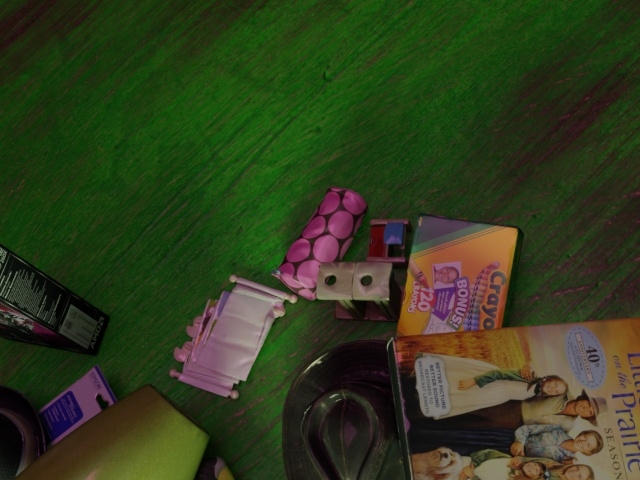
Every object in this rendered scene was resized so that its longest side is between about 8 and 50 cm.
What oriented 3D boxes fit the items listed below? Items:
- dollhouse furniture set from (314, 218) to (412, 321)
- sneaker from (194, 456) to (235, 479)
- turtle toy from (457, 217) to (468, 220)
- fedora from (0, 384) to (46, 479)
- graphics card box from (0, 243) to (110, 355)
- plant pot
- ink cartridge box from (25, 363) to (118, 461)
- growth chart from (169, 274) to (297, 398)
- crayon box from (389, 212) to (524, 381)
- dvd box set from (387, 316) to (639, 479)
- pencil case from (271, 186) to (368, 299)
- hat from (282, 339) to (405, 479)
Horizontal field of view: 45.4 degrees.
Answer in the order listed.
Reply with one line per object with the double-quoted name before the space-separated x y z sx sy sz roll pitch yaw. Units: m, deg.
"dollhouse furniture set" 0.079 0.035 1.336 0.129 0.129 0.184 0 67 18
"sneaker" -0.121 0.519 1.192 0.147 0.145 0.385 3 45 -26
"turtle toy" 0.223 0.008 1.338 0.130 0.066 0.095 -22 61 7
"fedora" -0.650 0.393 1.319 0.334 0.152 0.334 -6 66 13
"graphics card box" -0.580 0.099 1.384 0.232 0.371 0.094 6 68 19
"plant pot" -0.323 0.389 1.232 0.275 0.275 0.293 33 74 28
"ink cartridge box" -0.489 0.394 1.392 0.332 0.065 0.165 -38 61 0
"growth chart" -0.168 0.174 1.415 0.172 0.021 0.237 22 75 26
"crayon box" 0.222 0.106 1.241 0.165 0.081 0.278 9 87 22
"dvd box set" 0.323 0.274 1.094 0.420 0.062 0.308 -3 68 -5
"pencil case" 0.000 0.000 1.405 0.098 0.095 0.209 19 70 46
"hat" 0.060 0.318 1.166 0.331 0.134 0.331 -2 82 19
